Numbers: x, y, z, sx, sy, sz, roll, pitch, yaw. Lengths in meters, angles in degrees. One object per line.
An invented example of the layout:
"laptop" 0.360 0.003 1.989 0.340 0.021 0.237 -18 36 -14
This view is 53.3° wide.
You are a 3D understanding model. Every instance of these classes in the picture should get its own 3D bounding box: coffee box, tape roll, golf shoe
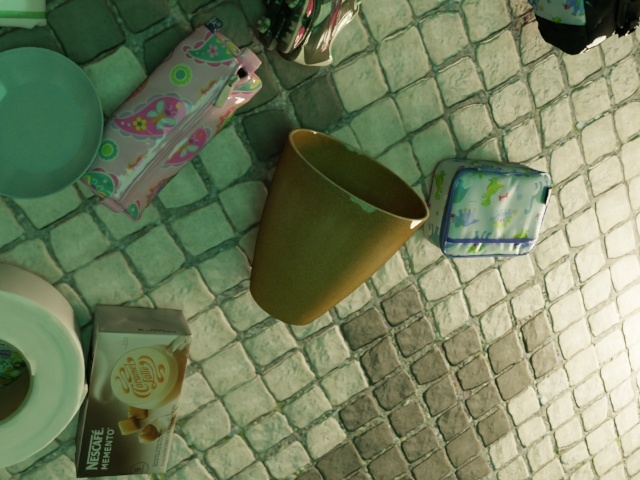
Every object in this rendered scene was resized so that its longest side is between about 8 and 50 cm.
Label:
"coffee box" -0.297 0.235 0.997 0.141 0.098 0.247 8 106 -25
"tape roll" -0.474 0.176 0.882 0.286 0.100 0.287 -8 111 -20
"golf shoe" 0.009 -0.384 0.908 0.120 0.105 0.273 13 109 -45

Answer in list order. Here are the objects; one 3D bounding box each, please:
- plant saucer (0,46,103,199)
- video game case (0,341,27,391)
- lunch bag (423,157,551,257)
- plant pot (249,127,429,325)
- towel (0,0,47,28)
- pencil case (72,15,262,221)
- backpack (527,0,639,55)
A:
"plant saucer" -0.370 -0.149 0.826 0.194 0.037 0.195 0 89 2
"video game case" -0.470 0.214 0.964 0.119 0.015 0.166 16 103 -27
"lunch bag" 0.302 -0.053 1.152 0.218 0.090 0.176 1 111 -22
"plant pot" 0.000 0.000 0.980 0.237 0.237 0.254 18 115 -28
"towel" -0.452 -0.412 0.724 0.247 0.038 0.325 -7 111 -21
"pencil case" -0.205 -0.163 0.874 0.284 0.124 0.124 -46 120 0
"backpack" 0.412 -0.519 0.948 0.290 0.273 0.356 -35 141 -5
